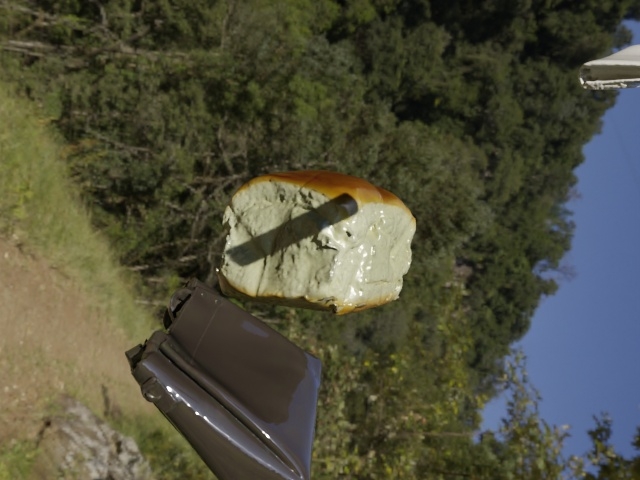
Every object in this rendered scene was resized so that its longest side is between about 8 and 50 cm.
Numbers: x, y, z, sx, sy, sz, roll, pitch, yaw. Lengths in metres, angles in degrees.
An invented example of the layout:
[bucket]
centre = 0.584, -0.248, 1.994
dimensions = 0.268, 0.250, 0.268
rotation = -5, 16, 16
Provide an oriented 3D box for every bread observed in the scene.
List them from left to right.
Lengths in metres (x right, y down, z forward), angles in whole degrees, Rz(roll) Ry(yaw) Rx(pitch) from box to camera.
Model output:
[bread]
centre = 0.000, 0.000, 1.090
dimensions = 0.279, 0.250, 0.224
rotation = 9, 87, -58

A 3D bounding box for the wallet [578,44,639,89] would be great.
[wallet]
centre = 0.271, -0.150, 0.576
dimensions = 0.122, 0.061, 0.025
rotation = -27, 114, -45

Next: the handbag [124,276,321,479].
[handbag]
centre = -0.114, 0.179, 0.851
dimensions = 0.113, 0.257, 0.285
rotation = -42, -169, 16
